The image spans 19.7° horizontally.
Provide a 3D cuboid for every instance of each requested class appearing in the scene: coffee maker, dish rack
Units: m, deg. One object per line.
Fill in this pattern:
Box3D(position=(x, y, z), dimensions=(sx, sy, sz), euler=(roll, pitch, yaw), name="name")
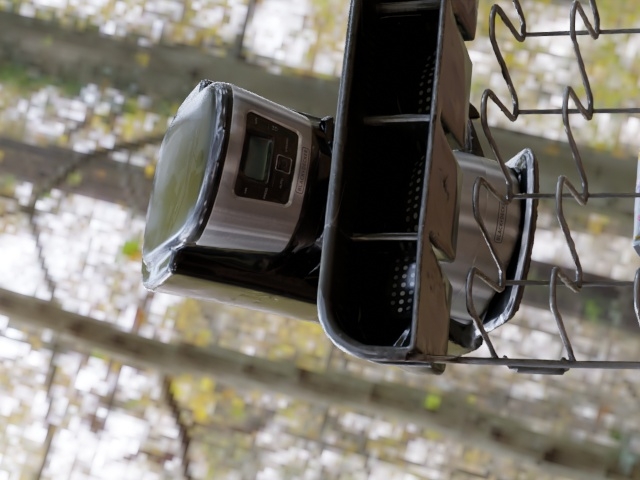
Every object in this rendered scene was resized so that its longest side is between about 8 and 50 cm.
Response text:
Box3D(position=(0.000, 0.000, 0.957), dimensions=(0.171, 0.178, 0.120), euler=(120, 159, -46), name="coffee maker")
Box3D(position=(0.145, -0.043, 0.710), dimensions=(0.074, 0.272, 0.208), euler=(47, -134, -64), name="dish rack")

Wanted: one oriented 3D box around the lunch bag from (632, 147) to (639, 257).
Box3D(position=(0.220, -0.015, 1.114), dimensions=(0.083, 0.053, 0.071), euler=(50, -136, -62), name="lunch bag")
